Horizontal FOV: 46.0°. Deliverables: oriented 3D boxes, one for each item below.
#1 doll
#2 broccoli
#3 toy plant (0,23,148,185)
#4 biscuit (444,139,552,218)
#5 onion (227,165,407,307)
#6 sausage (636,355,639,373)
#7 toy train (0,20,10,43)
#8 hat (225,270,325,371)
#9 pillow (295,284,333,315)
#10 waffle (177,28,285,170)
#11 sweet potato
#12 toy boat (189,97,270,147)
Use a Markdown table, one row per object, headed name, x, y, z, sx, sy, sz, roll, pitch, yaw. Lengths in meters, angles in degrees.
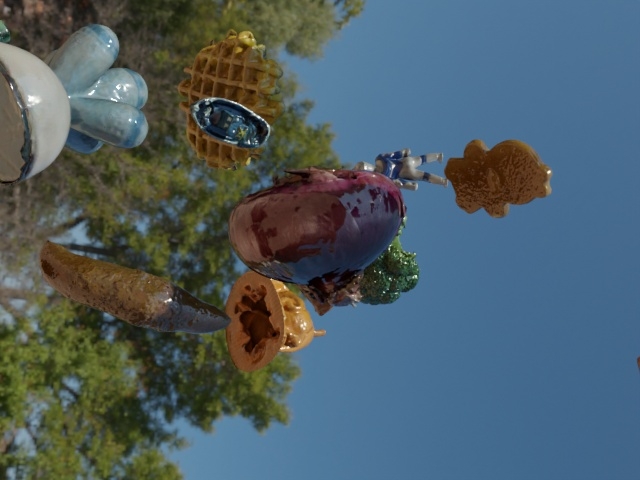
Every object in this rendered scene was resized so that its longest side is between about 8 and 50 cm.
| name | x | y | z | sx | sy | sz | roll | pitch | yaw |
| --- | --- | --- | --- | --- | --- | --- | --- | --- | --- |
| doll | 0.168 | -0.158 | 1.698 | 0.057 | 0.228 | 0.114 | 100 | -11 | -58 |
| broccoli | 0.163 | 0.045 | 2.040 | 0.270 | 0.270 | 0.270 | -12 | -128 | 63 |
| toy plant | -0.433 | -0.242 | 1.294 | 0.247 | 0.332 | 0.247 | 16 | -62 | 33 |
| biscuit | 0.345 | -0.125 | 1.468 | 0.226 | 0.036 | 0.165 | -17 | -81 | 50 |
| onion | 0.000 | 0.000 | 1.440 | 0.348 | 0.348 | 0.285 | -19 | -94 | 62 |
| sausage | 0.613 | 0.275 | 1.384 | 0.030 | 0.035 | 0.147 | -8 | -77 | 64 |
| toy train | -0.724 | -0.365 | 1.381 | 0.177 | 0.285 | 0.116 | 51 | -31 | 5 |
| hat | -0.069 | 0.204 | 1.782 | 0.244 | 0.233 | 0.233 | -5 | -105 | 49 |
| pillow | -0.021 | 0.068 | 1.935 | 0.135 | 0.049 | 0.248 | -45 | -115 | 7 |
| waffle | -0.197 | -0.300 | 1.603 | 0.329 | 0.062 | 0.329 | 5 | -83 | 45 |
| sweet potato | -0.307 | 0.090 | 1.252 | 0.114 | 0.342 | 0.092 | -118 | -129 | -75 |
| toy boat | -0.132 | -0.171 | 1.095 | 0.061 | 0.137 | 0.060 | 36 | -79 | 51 |
